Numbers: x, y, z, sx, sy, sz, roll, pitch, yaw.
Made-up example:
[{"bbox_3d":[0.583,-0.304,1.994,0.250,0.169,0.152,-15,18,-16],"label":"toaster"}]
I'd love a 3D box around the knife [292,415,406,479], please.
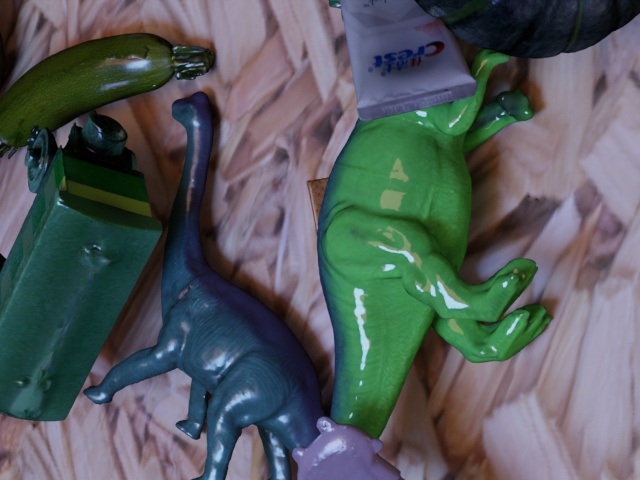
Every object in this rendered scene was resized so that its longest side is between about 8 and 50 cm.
[{"bbox_3d":[0.138,0.295,1.163,0.398,0.038,0.132,37,112,-1],"label":"knife"}]

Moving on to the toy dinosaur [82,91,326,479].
[{"bbox_3d":[-0.058,0.071,1.326,0.383,0.129,0.331,29,102,26],"label":"toy dinosaur"}]

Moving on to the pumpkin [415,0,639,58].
[{"bbox_3d":[0.170,-0.270,1.074,0.249,0.216,0.250,1,103,6],"label":"pumpkin"}]

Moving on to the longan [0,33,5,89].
[{"bbox_3d":[-0.490,-0.202,1.490,0.300,0.243,0.300,17,138,15],"label":"longan"}]

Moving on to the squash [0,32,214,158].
[{"bbox_3d":[-0.253,-0.163,1.435,0.318,0.080,0.071,-17,48,32],"label":"squash"}]

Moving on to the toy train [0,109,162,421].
[{"bbox_3d":[-0.263,0.023,1.375,0.301,0.120,0.202,-59,29,27],"label":"toy train"}]

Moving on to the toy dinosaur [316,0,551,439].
[{"bbox_3d":[0.000,0.000,1.218,0.500,0.144,0.374,-41,71,14],"label":"toy dinosaur"}]

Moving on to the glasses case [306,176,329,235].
[{"bbox_3d":[0.035,0.022,1.281,0.064,0.041,0.170,-11,89,5],"label":"glasses case"}]

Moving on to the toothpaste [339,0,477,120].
[{"bbox_3d":[0.045,-0.245,1.171,0.100,0.066,0.323,-13,63,-3],"label":"toothpaste"}]
